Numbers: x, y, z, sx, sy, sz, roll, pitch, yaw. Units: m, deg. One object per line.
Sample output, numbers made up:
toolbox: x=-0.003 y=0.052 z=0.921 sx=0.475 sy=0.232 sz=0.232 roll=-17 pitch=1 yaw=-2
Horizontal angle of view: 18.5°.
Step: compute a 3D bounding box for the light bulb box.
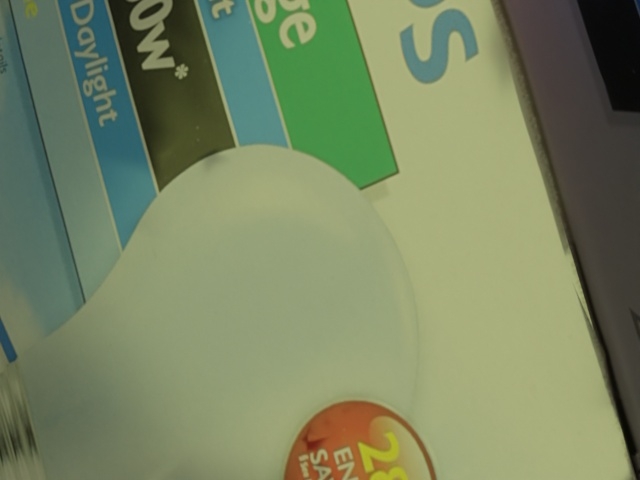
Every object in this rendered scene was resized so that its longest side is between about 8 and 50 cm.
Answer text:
light bulb box: x=0.000 y=0.000 z=0.817 sx=0.361 sy=0.225 sz=0.358 roll=-25 pitch=75 yaw=36
